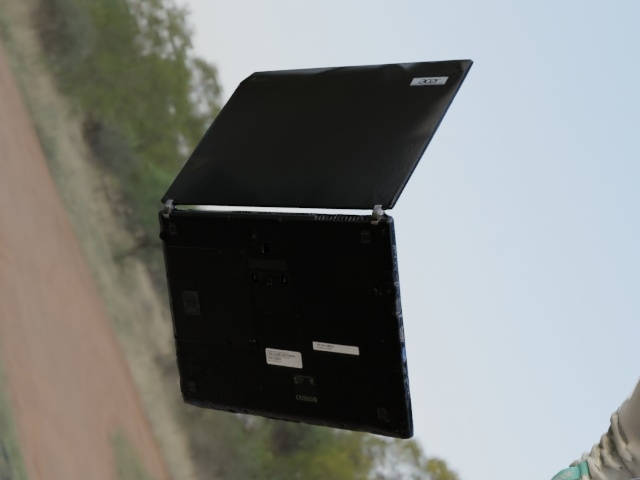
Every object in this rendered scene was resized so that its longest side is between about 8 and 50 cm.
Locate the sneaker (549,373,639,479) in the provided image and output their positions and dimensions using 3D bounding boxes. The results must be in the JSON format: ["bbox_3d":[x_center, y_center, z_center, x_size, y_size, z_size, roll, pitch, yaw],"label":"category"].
[{"bbox_3d":[0.191,0.153,0.863,0.080,0.094,0.212,-83,173,-46],"label":"sneaker"}]

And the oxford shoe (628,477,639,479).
[{"bbox_3d":[0.123,0.189,0.639,0.271,0.097,0.098,114,-19,-62],"label":"oxford shoe"}]

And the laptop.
[{"bbox_3d":[0.000,0.000,1.065,0.234,0.136,0.264,2,-76,39],"label":"laptop"}]
